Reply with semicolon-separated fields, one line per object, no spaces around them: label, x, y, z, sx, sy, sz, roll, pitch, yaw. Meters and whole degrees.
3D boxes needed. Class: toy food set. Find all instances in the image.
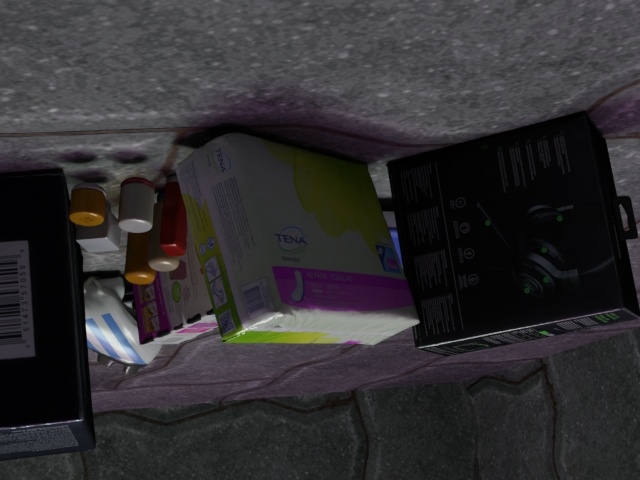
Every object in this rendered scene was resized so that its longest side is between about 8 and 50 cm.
toy food set;-0.222;-0.036;1.400;0.111;0.105;0.232;-5;156;13

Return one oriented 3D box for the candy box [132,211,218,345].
candy box;-0.175;0.044;1.583;0.071;0.159;0.233;0;165;-35

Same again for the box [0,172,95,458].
box;-0.404;0.116;1.464;0.211;0.294;0.395;-5;166;-10

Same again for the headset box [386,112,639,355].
headset box;0.250;-0.002;1.457;0.283;0.246;0.131;-14;165;22

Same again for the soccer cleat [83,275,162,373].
soccer cleat;-0.397;0.102;1.852;0.331;0.143;0.116;20;-166;-29

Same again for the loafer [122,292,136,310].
loafer;-0.306;0.125;1.982;0.223;0.076;0.078;-5;-157;-4

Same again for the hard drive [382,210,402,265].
hard drive;0.000;0.000;1.710;0.318;0.040;0.210;2;164;-20

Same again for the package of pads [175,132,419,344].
package of pads;-0.022;0.001;1.356;0.101;0.229;0.296;-29;160;30
